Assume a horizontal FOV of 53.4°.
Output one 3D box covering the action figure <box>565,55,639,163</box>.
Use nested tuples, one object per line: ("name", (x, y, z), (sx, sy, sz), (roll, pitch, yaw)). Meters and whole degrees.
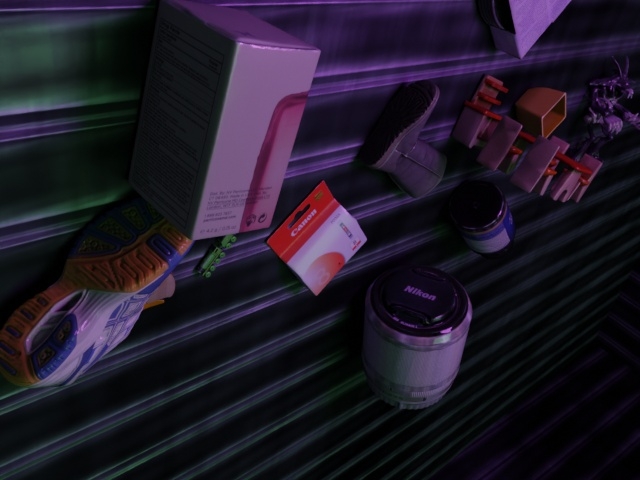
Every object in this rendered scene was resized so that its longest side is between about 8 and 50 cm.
("action figure", (0.730, -0.313, 1.600), (0.164, 0.141, 0.276), (-13, 133, -28))

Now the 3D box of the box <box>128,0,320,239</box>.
("box", (-0.118, -0.140, 0.742), (0.127, 0.148, 0.232), (-11, 129, -46))

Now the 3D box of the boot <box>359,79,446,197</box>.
("boot", (0.179, -0.171, 1.133), (0.189, 0.076, 0.208), (-47, 142, 19))

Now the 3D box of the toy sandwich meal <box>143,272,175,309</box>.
("toy sandwich meal", (-0.244, 0.070, 0.892), (0.085, 0.029, 0.085), (-31, 141, -29))

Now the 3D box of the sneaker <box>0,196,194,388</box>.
("sneaker", (-0.271, 0.064, 0.814), (0.296, 0.112, 0.131), (-43, 163, -10))

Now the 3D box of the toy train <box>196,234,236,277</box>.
("toy train", (-0.158, 0.020, 0.961), (0.083, 0.017, 0.023), (-53, 137, 2))

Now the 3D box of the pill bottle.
("pill bottle", (0.374, -0.038, 1.444), (0.123, 0.123, 0.219), (-51, 147, -2))

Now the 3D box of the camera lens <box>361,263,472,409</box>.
("camera lens", (0.201, 0.205, 1.375), (0.219, 0.219, 0.274), (-31, 141, -29))

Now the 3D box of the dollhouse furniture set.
("dollhouse furniture set", (0.387, -0.192, 1.193), (0.262, 0.259, 0.135), (1, 122, -51))

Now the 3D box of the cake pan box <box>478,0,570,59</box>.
("cake pan box", (0.378, -0.483, 1.089), (0.267, 0.070, 0.246), (-51, 144, -2))

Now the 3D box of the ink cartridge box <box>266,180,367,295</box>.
("ink cartridge box", (0.000, 0.000, 1.107), (0.145, 0.045, 0.179), (-47, 149, -8))

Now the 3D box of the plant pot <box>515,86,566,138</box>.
("plant pot", (0.467, -0.280, 1.364), (0.081, 0.083, 0.081), (-45, 146, -9))
